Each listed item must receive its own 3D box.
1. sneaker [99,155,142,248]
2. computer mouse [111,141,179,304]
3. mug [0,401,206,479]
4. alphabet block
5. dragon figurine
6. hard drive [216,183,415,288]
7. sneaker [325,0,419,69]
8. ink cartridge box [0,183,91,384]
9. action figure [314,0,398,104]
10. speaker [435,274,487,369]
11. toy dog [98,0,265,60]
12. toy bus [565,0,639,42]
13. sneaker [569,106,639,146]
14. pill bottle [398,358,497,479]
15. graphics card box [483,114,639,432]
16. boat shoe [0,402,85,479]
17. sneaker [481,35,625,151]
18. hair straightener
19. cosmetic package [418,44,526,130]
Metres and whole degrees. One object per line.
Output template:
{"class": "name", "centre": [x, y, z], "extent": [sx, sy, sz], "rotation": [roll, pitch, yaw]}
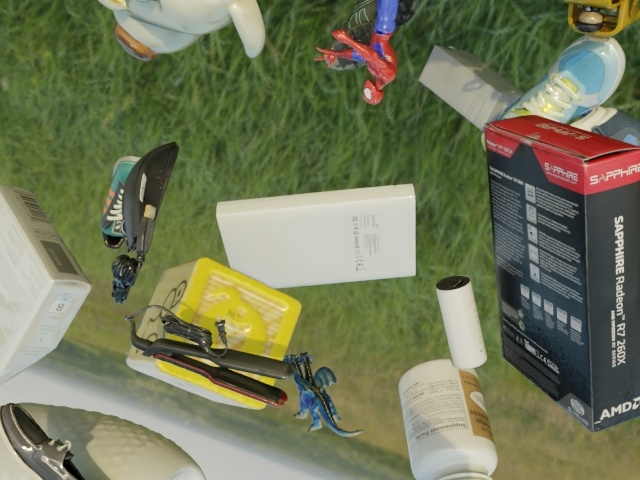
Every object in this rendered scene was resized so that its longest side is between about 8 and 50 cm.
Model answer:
{"class": "sneaker", "centre": [-0.414, -0.074, 1.794], "extent": [0.108, 0.121, 0.302], "rotation": [12, 154, -17]}
{"class": "computer mouse", "centre": [-0.265, -0.045, 1.201], "extent": [0.060, 0.262, 0.184], "rotation": [19, 163, -13]}
{"class": "mug", "centre": [-0.339, 0.441, 1.293], "extent": [0.328, 0.276, 0.374], "rotation": [1, 126, 25]}
{"class": "alphabet block", "centre": [-0.177, 0.153, 1.351], "extent": [0.193, 0.192, 0.197], "rotation": [25, 164, -22]}
{"class": "dragon figurine", "centre": [-0.010, 0.336, 1.833], "extent": [0.085, 0.144, 0.289], "rotation": [-14, -165, -21]}
{"class": "hard drive", "centre": [0.000, 0.000, 1.557], "extent": [0.353, 0.047, 0.233], "rotation": [-6, 140, 2]}
{"class": "sneaker", "centre": [0.105, -0.489, 1.900], "extent": [0.106, 0.267, 0.101], "rotation": [37, 163, 47]}
{"class": "ink cartridge box", "centre": [-0.602, 0.134, 1.543], "extent": [0.091, 0.385, 0.308], "rotation": [13, -154, -49]}
{"class": "action figure", "centre": [0.063, -0.343, 1.255], "extent": [0.139, 0.280, 0.091], "rotation": [4, -152, 0]}
{"class": "speaker", "centre": [0.213, 0.122, 1.250], "extent": [0.055, 0.055, 0.136], "rotation": [4, 117, 45]}
{"class": "toy dog", "centre": [-0.260, -0.482, 1.495], "extent": [0.395, 0.284, 0.408], "rotation": [40, 164, -15]}
{"class": "toy bus", "centre": [0.444, -0.369, 1.306], "extent": [0.202, 0.104, 0.191], "rotation": [-5, -151, -5]}
{"class": "sneaker", "centre": [0.639, -0.165, 1.916], "extent": [0.236, 0.322, 0.130], "rotation": [24, 160, 8]}
{"class": "pill bottle", "centre": [0.198, 0.308, 1.260], "extent": [0.131, 0.229, 0.131], "rotation": [-3, 139, -3]}
{"class": "graphics card box", "centre": [0.320, 0.035, 1.089], "extent": [0.094, 0.370, 0.233], "rotation": [-14, -159, -15]}
{"class": "boat shoe", "centre": [-0.344, 0.288, 1.090], "extent": [0.206, 0.065, 0.075], "rotation": [52, -177, 0]}
{"class": "sneaker", "centre": [0.423, -0.240, 1.552], "extent": [0.127, 0.208, 0.319], "rotation": [45, 149, 5]}
{"class": "hair straightener", "centre": [-0.139, 0.128, 1.033], "extent": [0.230, 0.089, 0.047], "rotation": [20, -162, 9]}
{"class": "cosmetic package", "centre": [0.351, -0.346, 1.891], "extent": [0.127, 0.107, 0.238], "rotation": [0, -146, -39]}
